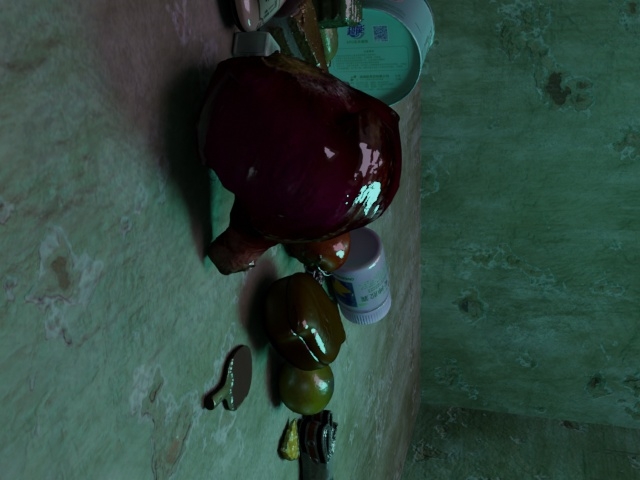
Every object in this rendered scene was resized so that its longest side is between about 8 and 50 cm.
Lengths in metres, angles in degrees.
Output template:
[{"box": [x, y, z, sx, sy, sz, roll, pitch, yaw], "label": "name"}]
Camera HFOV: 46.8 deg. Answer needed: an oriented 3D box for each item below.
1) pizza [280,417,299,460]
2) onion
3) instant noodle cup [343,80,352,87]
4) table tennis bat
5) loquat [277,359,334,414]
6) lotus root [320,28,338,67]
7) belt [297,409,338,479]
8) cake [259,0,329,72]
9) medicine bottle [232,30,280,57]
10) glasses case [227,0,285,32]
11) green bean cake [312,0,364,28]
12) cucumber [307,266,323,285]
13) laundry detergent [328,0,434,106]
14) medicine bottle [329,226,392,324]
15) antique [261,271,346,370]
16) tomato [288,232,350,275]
[{"box": [-0.077, 0.518, 1.927, 0.123, 0.026, 0.109, 57, 37, -61], "label": "pizza"}, {"box": [-0.060, -0.104, 1.332, 0.420, 0.398, 0.398, -67, 168, 14], "label": "onion"}, {"box": [0.027, -0.332, 1.882, 0.208, 0.177, 0.126, -23, 103, -58], "label": "instant noodle cup"}, {"box": [-0.182, 0.296, 1.522, 0.234, 0.022, 0.131, -32, 125, -73], "label": "table tennis bat"}, {"box": [-0.037, 0.347, 1.828, 0.195, 0.152, 0.152, 63, 33, -47], "label": "loquat"}, {"box": [0.006, -0.523, 1.894, 0.090, 0.077, 0.183, -69, 155, -45], "label": "lotus root"}, {"box": [-0.009, 0.648, 2.076, 0.126, 0.094, 0.360, -26, 117, -67], "label": "belt"}, {"box": [-0.050, -0.424, 1.649, 0.295, 0.115, 0.113, 68, 30, -56], "label": "cake"}, {"box": [-0.121, -0.372, 1.484, 0.118, 0.074, 0.055, 33, 62, -73], "label": "medicine bottle"}, {"box": [-0.114, -0.517, 1.475, 0.314, 0.075, 0.122, -66, 152, -50], "label": "glasses case"}, {"box": [0.003, -0.538, 1.712, 0.181, 0.173, 0.094, -44, 134, -71], "label": "green bean cake"}, {"box": [-0.014, 0.093, 2.020, 0.053, 0.053, 0.182, 52, 47, -67], "label": "cucumber"}, {"box": [0.166, -0.562, 2.068, 0.305, 0.287, 0.287, -67, 155, -50], "label": "laundry detergent"}, {"box": [0.119, 0.111, 2.254, 0.291, 0.178, 0.178, 76, 23, -49], "label": "medicine bottle"}, {"box": [-0.041, 0.190, 1.710, 0.278, 0.129, 0.224, 20, 51, -68], "label": "antique"}, {"box": [0.000, 0.000, 1.849, 0.167, 0.167, 0.167, 4, 90, -74], "label": "tomato"}]
